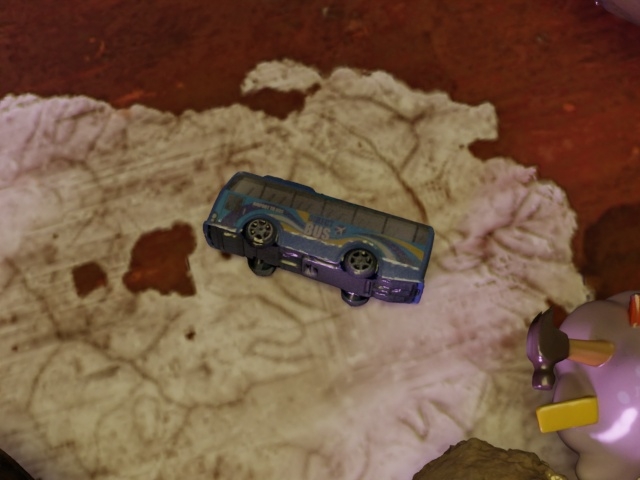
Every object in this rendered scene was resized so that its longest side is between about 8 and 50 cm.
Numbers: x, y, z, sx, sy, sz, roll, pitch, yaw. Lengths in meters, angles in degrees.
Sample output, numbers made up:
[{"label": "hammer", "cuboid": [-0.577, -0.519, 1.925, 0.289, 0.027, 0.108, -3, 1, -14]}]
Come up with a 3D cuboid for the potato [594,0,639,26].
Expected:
[{"label": "potato", "cuboid": [0.273, -0.201, 0.610, 0.262, 0.165, 0.165, 19, 78, 17]}]

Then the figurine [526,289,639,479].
[{"label": "figurine", "cuboid": [0.218, 0.107, 0.563, 0.229, 0.112, 0.137, 40, 90, -2]}]

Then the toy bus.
[{"label": "toy bus", "cuboid": [0.000, 0.000, 0.628, 0.153, 0.051, 0.061, 17, 66, 8]}]

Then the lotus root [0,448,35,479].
[{"label": "lotus root", "cuboid": [-0.190, 0.221, 0.534, 0.278, 0.154, 0.154, 40, 82, 11]}]

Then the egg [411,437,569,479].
[{"label": "egg", "cuboid": [0.108, 0.187, 0.547, 0.116, 0.118, 0.140, -19, 61, -42]}]
